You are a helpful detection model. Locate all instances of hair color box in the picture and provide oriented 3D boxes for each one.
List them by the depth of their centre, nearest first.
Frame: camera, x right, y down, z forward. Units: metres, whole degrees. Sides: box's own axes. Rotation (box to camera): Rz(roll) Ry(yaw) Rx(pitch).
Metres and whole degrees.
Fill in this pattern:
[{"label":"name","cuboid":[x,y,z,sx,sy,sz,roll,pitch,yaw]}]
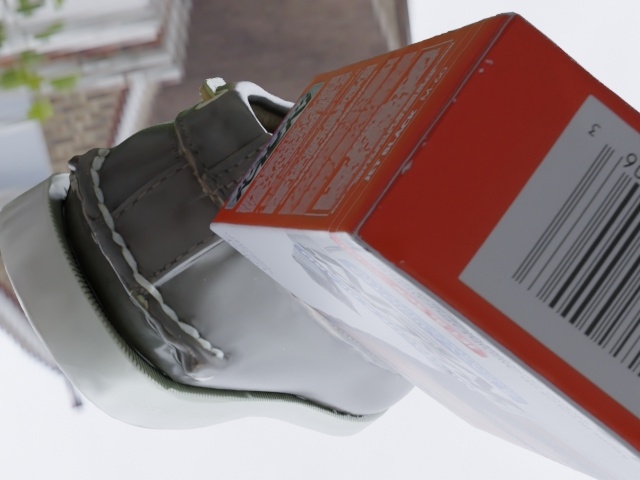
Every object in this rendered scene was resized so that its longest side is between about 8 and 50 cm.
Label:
[{"label":"hair color box","cuboid":[0.037,0.005,0.409,0.053,0.093,0.167,-54,-171,-5]}]

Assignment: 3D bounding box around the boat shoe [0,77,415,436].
[{"label":"boat shoe","cuboid":[0.002,0.004,0.666,0.091,0.109,0.305,-34,168,16]}]
